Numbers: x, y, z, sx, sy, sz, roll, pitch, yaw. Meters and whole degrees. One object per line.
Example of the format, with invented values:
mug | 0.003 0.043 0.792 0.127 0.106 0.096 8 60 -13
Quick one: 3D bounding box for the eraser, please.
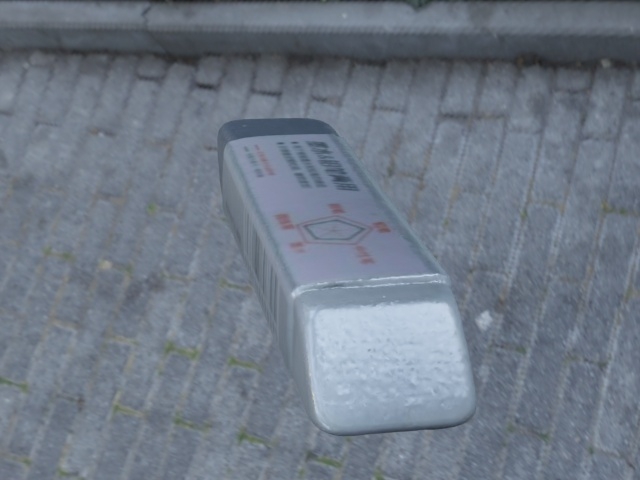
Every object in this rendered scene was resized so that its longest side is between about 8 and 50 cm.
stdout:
eraser | 0.000 0.000 0.689 0.089 0.061 0.352 -4 23 -11
